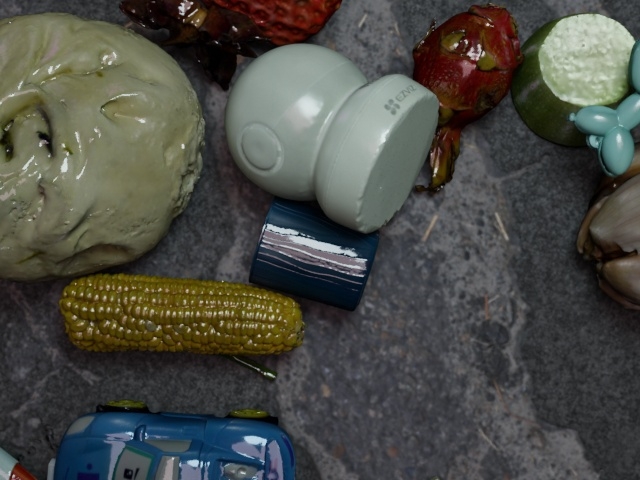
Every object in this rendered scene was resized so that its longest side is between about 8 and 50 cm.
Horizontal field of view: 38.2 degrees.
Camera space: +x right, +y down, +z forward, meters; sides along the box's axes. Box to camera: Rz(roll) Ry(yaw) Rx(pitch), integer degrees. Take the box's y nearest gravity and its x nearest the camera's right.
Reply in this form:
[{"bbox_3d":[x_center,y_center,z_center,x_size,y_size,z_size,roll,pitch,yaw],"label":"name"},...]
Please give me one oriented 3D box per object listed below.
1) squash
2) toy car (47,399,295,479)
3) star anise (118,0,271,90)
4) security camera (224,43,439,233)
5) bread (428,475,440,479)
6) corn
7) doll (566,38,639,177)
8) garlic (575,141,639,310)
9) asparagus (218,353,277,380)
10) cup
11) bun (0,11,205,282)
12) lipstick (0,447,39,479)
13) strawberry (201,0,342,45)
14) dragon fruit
[{"bbox_3d":[0.323,-0.209,1.144,0.170,0.123,0.170,-1,84,7],"label":"squash"},{"bbox_3d":[-0.181,0.298,1.110,0.314,0.166,0.198,4,84,3],"label":"toy car"},{"bbox_3d":[-0.148,-0.252,1.146,0.212,0.157,0.054,22,74,10],"label":"star anise"},{"bbox_3d":[-0.001,-0.136,1.098,0.236,0.194,0.195,27,88,18],"label":"security camera"},{"bbox_3d":[0.153,0.377,1.160,0.068,0.028,0.154,-28,86,0],"label":"bread"},{"bbox_3d":[-0.170,0.090,1.143,0.312,0.102,0.102,0,87,3],"label":"corn"},{"bbox_3d":[0.368,-0.143,1.047,0.159,0.059,0.159,19,112,3],"label":"doll"},{"bbox_3d":[0.412,-0.020,1.107,0.191,0.160,0.214,-3,90,-3],"label":"garlic"},{"bbox_3d":[-0.132,0.144,1.186,0.162,0.016,0.016,20,107,2],"label":"asparagus"},{"bbox_3d":[-0.001,0.002,1.141,0.138,0.113,0.150,18,90,1],"label":"cup"},{"bbox_3d":[-0.320,-0.119,1.103,0.361,0.234,0.326,-24,81,-6],"label":"bun"},{"bbox_3d":[-0.452,0.249,1.167,0.274,0.061,0.068,36,91,4],"label":"lipstick"},{"bbox_3d":[-0.082,-0.425,1.114,0.291,0.310,0.292,-7,58,11],"label":"strawberry"},{"bbox_3d":[0.169,-0.173,1.150,0.125,0.125,0.246,22,109,29],"label":"dragon fruit"}]
